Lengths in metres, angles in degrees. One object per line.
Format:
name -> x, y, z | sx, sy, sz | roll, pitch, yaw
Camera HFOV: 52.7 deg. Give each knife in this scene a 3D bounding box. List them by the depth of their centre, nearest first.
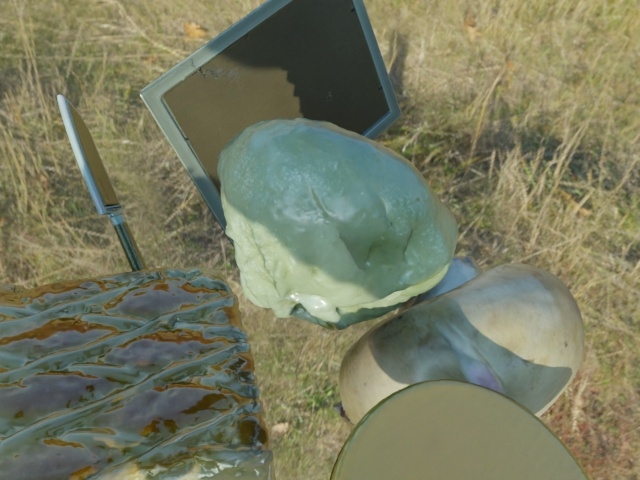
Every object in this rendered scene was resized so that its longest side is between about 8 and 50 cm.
knife -> -0.305, -0.052, 0.939 | 0.027, 0.061, 0.343 | -23, 91, 10

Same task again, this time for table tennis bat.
table tennis bat -> 0.059, 0.196, 0.370 | 0.321, 0.050, 0.198 | -21, 67, -38

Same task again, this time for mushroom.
mushroom -> 0.127, 0.115, 0.626 | 0.255, 0.255, 0.184 | -15, 76, -18

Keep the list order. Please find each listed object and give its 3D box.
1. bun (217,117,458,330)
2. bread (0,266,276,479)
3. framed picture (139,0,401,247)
bun -> 0.000, 0.000, 0.525 | 0.212, 0.204, 0.126 | 34, 64, -37
bread -> -0.253, 0.230, 0.813 | 0.390, 0.279, 0.371 | -4, 36, -12
framed picture -> -0.037, -0.155, 0.741 | 0.296, 0.232, 0.019 | -42, 40, -21
